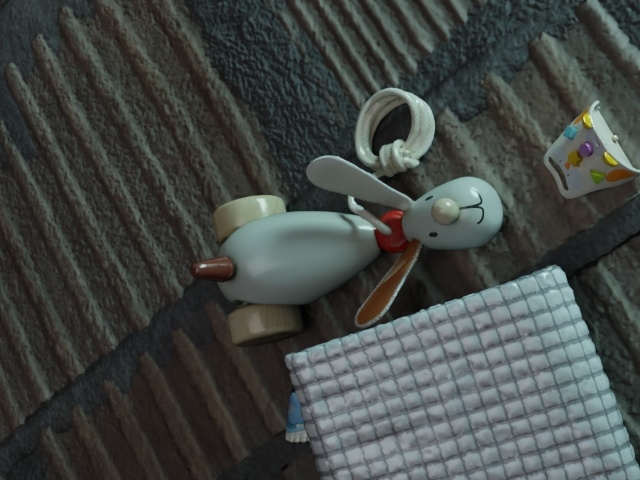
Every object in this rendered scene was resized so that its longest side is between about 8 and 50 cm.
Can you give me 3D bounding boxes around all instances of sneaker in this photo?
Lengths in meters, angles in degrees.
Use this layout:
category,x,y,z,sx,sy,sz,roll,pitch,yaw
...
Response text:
category,x,y,z,sx,sy,sz,roll,pitch,yaw
sneaker,0.029,0.174,1.138,0.162,0.063,0.073,-11,81,28

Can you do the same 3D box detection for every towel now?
category,x,y,z,sx,sy,sz,roll,pitch,yaw
towel,0.134,0.174,1.017,0.284,0.121,0.235,-20,86,10

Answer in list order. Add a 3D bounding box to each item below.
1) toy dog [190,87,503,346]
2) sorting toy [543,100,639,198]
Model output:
category,x,y,z,sx,sy,sz,roll,pitch,yaw
toy dog,0.000,0.000,1.100,0.334,0.161,0.220,-39,72,22
sorting toy,0.253,-0.079,1.039,0.075,0.045,0.083,-41,70,42
